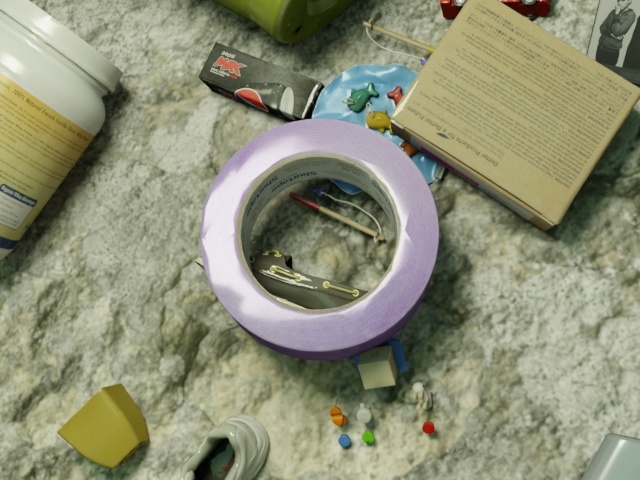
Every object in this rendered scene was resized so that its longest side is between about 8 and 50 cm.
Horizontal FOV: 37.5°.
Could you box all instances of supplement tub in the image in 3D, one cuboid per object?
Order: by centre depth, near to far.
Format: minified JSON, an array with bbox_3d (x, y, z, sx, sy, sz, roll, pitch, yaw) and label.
[{"bbox_3d":[-0.434,-0.155,1.260,0.228,0.228,0.316,35,88,19],"label":"supplement tub"}]

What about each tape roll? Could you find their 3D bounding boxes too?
[{"bbox_3d":[0.000,0.000,1.110,0.274,0.090,0.275,-1,75,4],"label":"tape roll"}]

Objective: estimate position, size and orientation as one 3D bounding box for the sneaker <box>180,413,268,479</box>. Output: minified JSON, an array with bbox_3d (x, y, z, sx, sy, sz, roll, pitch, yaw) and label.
[{"bbox_3d":[-0.145,0.318,1.132,0.090,0.115,0.232,15,82,18],"label":"sneaker"}]

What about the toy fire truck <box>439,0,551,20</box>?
[{"bbox_3d":[0.206,-0.357,1.228,0.192,0.047,0.135,2,77,15],"label":"toy fire truck"}]

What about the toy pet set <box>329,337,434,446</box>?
[{"bbox_3d":[0.072,0.179,1.148,0.122,0.065,0.114,-11,110,15],"label":"toy pet set"}]

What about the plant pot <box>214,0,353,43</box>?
[{"bbox_3d":[-0.091,-0.451,1.195,0.366,0.366,0.353,-45,82,2],"label":"plant pot"}]

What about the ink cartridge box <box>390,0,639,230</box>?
[{"bbox_3d":[0.230,-0.154,1.132,0.234,0.088,0.193,34,89,7],"label":"ink cartridge box"}]

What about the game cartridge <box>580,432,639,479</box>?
[{"bbox_3d":[0.410,0.345,1.011,0.297,0.062,0.198,29,90,19],"label":"game cartridge"}]

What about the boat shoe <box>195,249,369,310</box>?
[{"bbox_3d":[-0.048,0.052,1.190,0.227,0.081,0.069,24,82,12],"label":"boat shoe"}]

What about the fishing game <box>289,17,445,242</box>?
[{"bbox_3d":[0.078,-0.140,1.202,0.189,0.041,0.264,27,86,5],"label":"fishing game"}]

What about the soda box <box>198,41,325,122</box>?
[{"bbox_3d":[-0.076,-0.207,1.267,0.169,0.053,0.060,23,84,19],"label":"soda box"}]

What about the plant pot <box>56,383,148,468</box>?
[{"bbox_3d":[-0.268,0.243,1.205,0.081,0.081,0.083,-45,83,2],"label":"plant pot"}]

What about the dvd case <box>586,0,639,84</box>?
[{"bbox_3d":[0.425,-0.297,1.105,0.179,0.029,0.239,16,112,18],"label":"dvd case"}]
